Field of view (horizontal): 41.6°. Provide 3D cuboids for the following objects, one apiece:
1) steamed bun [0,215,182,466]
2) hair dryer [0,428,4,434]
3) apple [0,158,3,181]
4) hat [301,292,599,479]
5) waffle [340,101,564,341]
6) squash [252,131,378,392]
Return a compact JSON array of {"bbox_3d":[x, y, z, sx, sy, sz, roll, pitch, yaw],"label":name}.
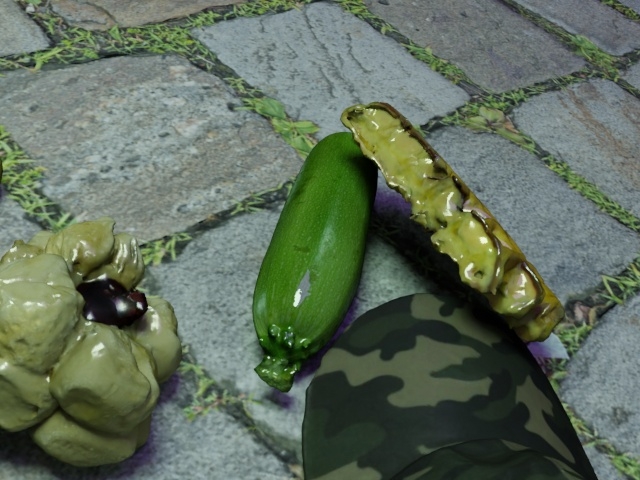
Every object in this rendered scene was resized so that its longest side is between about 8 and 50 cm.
[{"bbox_3d":[-0.178,0.078,0.665,0.192,0.106,0.177,55,25,-14],"label":"steamed bun"},{"bbox_3d":[-0.400,0.181,0.548,0.284,0.155,0.320,3,26,11],"label":"hair dryer"},{"bbox_3d":[-0.356,-0.069,0.825,0.084,0.071,0.084,10,41,-9],"label":"apple"},{"bbox_3d":[0.150,0.182,0.656,0.367,0.257,0.381,4,62,-19],"label":"hat"},{"bbox_3d":[0.139,-0.023,0.860,0.309,0.065,0.283,44,11,-16],"label":"waffle"},{"bbox_3d":[0.000,0.000,0.866,0.101,0.101,0.378,19,42,0],"label":"squash"}]
